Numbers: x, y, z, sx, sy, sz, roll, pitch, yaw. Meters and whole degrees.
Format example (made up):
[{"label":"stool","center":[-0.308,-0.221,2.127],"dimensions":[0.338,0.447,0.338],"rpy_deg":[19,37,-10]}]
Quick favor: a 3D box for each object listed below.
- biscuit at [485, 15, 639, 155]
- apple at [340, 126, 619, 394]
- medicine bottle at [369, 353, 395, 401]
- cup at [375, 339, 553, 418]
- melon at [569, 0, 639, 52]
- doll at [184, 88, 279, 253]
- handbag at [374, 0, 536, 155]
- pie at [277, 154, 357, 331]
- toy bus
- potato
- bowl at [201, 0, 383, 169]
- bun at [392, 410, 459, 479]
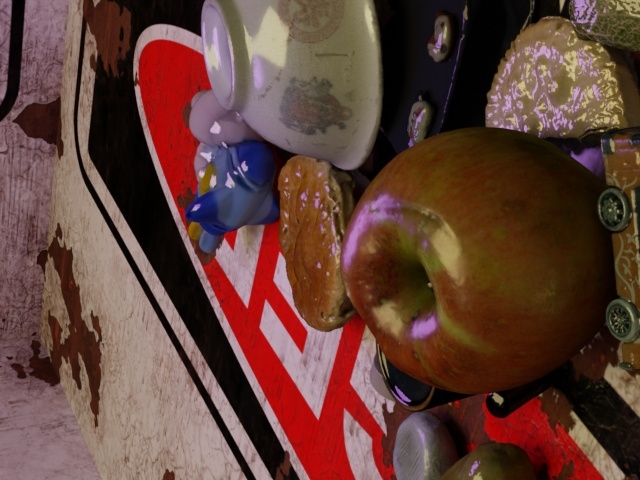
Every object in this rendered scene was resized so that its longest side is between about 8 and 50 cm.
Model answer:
[{"label":"biscuit","center":[0.298,-0.198,1.587],"dimensions":[0.281,0.084,0.179],"rpy_deg":[-11,87,63]},{"label":"apple","center":[0.209,0.022,1.533],"dimensions":[0.339,0.340,0.339],"rpy_deg":[23,116,59]},{"label":"medicine bottle","center":[0.144,0.165,1.942],"dimensions":[0.105,0.105,0.168],"rpy_deg":[54,141,43]},{"label":"cup","center":[0.209,0.179,1.744],"dimensions":[0.239,0.177,0.166],"rpy_deg":[64,146,32]},{"label":"melon","center":[0.356,-0.280,1.445],"dimensions":[0.139,0.093,0.202],"rpy_deg":[-40,68,41]},{"label":"doll","center":[-0.169,-0.154,2.414],"dimensions":[0.376,0.187,0.365],"rpy_deg":[179,93,-85]},{"label":"handbag","center":[0.153,-0.290,1.808],"dimensions":[0.329,0.122,0.303],"rpy_deg":[55,142,45]},{"label":"pie","center":[0.000,0.000,2.158],"dimensions":[0.339,0.083,0.339],"rpy_deg":[175,90,-71]},{"label":"toy bus","center":[0.412,0.005,1.362],"dimensions":[0.167,0.138,0.275],"rpy_deg":[1,98,61]},{"label":"potato","center":[0.237,0.375,1.770],"dimensions":[0.157,0.157,0.194],"rpy_deg":[49,136,47]},{"label":"bowl","center":[-0.072,-0.310,1.940],"dimensions":[0.435,0.196,0.434],"rpy_deg":[169,90,-72]},{"label":"bun","center":[0.173,0.344,1.957],"dimensions":[0.141,0.083,0.141],"rpy_deg":[-177,90,-66]}]
